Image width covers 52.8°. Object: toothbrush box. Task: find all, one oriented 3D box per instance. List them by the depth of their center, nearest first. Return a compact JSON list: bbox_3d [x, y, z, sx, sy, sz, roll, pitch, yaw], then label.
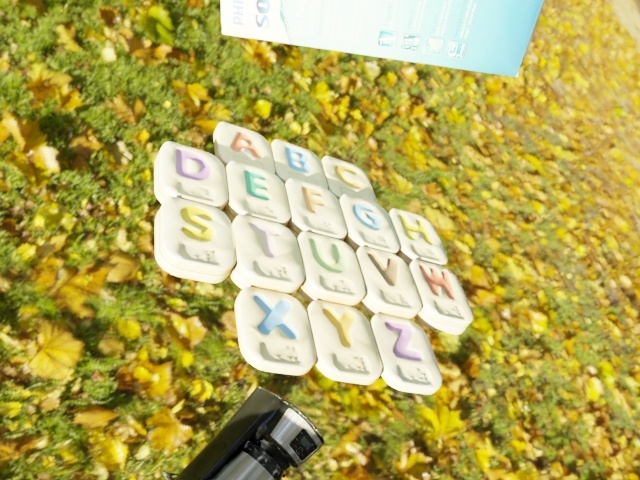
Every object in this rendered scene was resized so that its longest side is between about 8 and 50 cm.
[{"bbox_3d":[0.062,-0.291,0.586,0.296,0.216,0.126,7,46,1],"label":"toothbrush box"}]

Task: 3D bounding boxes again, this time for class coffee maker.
[{"bbox_3d":[-0.109,0.295,0.890,0.171,0.120,0.178,27,58,30],"label":"coffee maker"}]

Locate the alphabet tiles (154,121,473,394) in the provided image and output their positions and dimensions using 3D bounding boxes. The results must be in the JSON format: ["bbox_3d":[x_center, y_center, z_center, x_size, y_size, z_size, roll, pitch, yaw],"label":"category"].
[{"bbox_3d":[0.000,0.000,0.549,0.284,0.021,0.277,14,39,-26],"label":"alphabet tiles"}]
